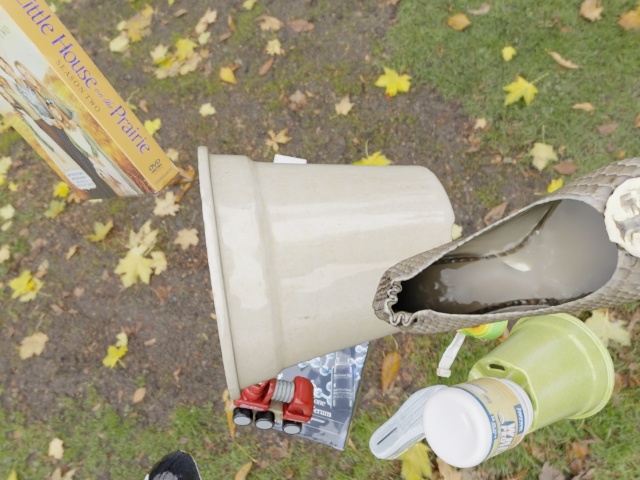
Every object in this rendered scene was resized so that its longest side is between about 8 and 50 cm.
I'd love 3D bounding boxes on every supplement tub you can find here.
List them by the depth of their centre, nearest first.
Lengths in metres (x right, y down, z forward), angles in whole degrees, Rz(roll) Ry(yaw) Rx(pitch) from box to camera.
[{"bbox_3d":[0.313,0.349,1.023,0.144,0.199,0.144,-1,89,49],"label":"supplement tub"}]

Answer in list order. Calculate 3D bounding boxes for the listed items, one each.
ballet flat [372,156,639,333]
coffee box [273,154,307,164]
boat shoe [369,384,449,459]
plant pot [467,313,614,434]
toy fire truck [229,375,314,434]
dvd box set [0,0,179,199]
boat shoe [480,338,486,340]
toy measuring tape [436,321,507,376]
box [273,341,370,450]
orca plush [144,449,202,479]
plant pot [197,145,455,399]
[{"bbox_3d":[0.126,0.017,0.349,0.250,0.058,0.084,-24,79,45],"label":"ballet flat"},{"bbox_3d":[-0.093,-0.146,1.585,0.098,0.246,0.141,10,77,3],"label":"coffee box"},{"bbox_3d":[0.279,0.541,1.549,0.302,0.094,0.109,-39,46,8],"label":"boat shoe"},{"bbox_3d":[0.496,0.328,1.226,0.254,0.276,0.276,-12,45,-38],"label":"plant pot"},{"bbox_3d":[-0.107,0.377,1.386,0.217,0.246,0.158,16,41,-15],"label":"toy fire truck"},{"bbox_3d":[-0.442,-0.241,0.815,0.307,0.420,0.062,2,46,43],"label":"dvd box set"},{"bbox_3d":[0.510,0.287,1.744,0.135,0.050,0.045,33,43,31],"label":"boat shoe"},{"bbox_3d":[0.420,0.263,1.415,0.121,0.121,0.330,34,111,32],"label":"toy measuring tape"},{"bbox_3d":[-0.005,0.488,1.810,0.293,0.212,0.395,12,70,10],"label":"box"},{"bbox_3d":[-0.221,0.407,0.636,0.151,0.102,0.287,32,105,20],"label":"orca plush"},{"bbox_3d":[0.009,0.024,0.719,0.305,0.334,0.334,-7,56,-10],"label":"plant pot"}]
